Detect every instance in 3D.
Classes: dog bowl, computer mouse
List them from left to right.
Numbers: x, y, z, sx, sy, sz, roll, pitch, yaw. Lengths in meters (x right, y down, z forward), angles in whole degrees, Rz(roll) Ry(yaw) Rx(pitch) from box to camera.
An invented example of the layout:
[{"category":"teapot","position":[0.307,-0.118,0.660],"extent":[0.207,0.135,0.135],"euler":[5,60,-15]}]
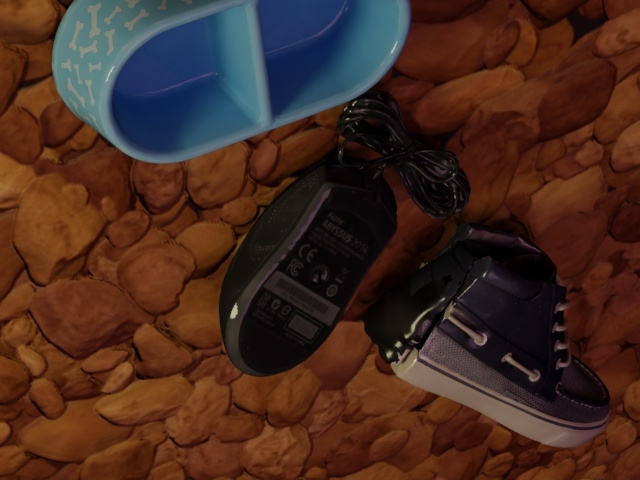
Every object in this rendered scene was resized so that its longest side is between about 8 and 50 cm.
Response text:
[{"category":"dog bowl","position":[-0.061,-0.158,1.365],"extent":[0.297,0.074,0.166],"euler":[-21,135,-15]},{"category":"computer mouse","position":[0.000,0.000,1.550],"extent":[0.272,0.072,0.188],"euler":[-52,134,-1]}]

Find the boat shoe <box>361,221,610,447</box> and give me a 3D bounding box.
[{"category":"boat shoe","position":[0.212,0.096,1.712],"extent":[0.341,0.127,0.158],"euler":[21,121,-41]}]
